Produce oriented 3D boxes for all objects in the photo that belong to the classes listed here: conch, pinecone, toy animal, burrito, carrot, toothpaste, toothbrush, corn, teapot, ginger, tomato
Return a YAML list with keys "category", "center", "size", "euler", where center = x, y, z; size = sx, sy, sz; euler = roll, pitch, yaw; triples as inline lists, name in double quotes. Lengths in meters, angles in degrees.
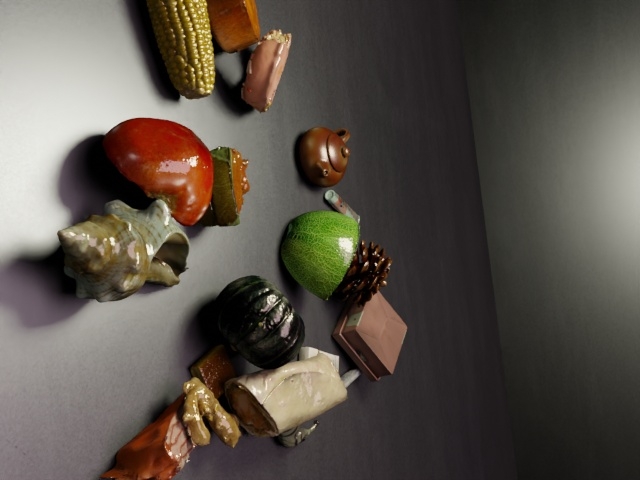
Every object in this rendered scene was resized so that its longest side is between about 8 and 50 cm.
- category: "conch"
  center: [-0.343, 0.009, 1.103]
  size: [0.169, 0.203, 0.386]
  euler: [54, 7, 3]
- category: "pinecone"
  center: [0.105, 0.083, 1.783]
  size: [0.208, 0.208, 0.207]
  euler: [21, 65, -55]
- category: "toy animal"
  center: [-0.091, 0.438, 1.479]
  size: [0.176, 0.074, 0.216]
  euler: [-56, 134, -40]
- category: "burrito"
  center: [-0.077, 0.349, 1.390]
  size: [0.299, 0.105, 0.143]
  euler: [-7, 80, -46]
- category: "carrot"
  center: [-0.204, -0.595, 1.475]
  size: [0.307, 0.100, 0.258]
  euler: [-87, 168, -47]
- category: "toothpaste"
  center: [0.076, -0.095, 1.916]
  size: [0.205, 0.036, 0.056]
  euler: [40, 48, -52]
- category: "toothbrush"
  center: [0.117, 0.387, 1.855]
  size: [0.413, 0.042, 0.035]
  euler: [-25, 104, -55]
- category: "corn"
  center: [-0.303, -0.479, 1.323]
  size: [0.130, 0.130, 0.346]
  euler: [-25, 106, -57]
- category: "teapot"
  center: [0.032, -0.257, 1.792]
  size: [0.178, 0.135, 0.252]
  euler: [65, 36, -31]
- category: "ginger"
  center: [-0.217, 0.347, 1.232]
  size: [0.193, 0.053, 0.176]
  euler: [-73, 142, -82]
- category: "tomato"
  center: [-0.287, -0.151, 1.178]
  size: [0.233, 0.140, 0.200]
  euler: [46, 6, -47]

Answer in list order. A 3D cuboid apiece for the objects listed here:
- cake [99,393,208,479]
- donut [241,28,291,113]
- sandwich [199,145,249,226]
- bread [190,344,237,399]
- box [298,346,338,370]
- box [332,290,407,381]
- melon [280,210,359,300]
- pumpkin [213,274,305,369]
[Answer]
- category: "cake"
  center: [-0.278, 0.377, 1.164]
  size: [0.098, 0.135, 0.287]
  euler: [60, 25, -5]
- category: "donut"
  center: [-0.138, -0.422, 1.534]
  size: [0.233, 0.085, 0.199]
  euler: [-91, -160, -66]
- category: "sandwich"
  center: [-0.224, -0.115, 1.386]
  size: [0.160, 0.109, 0.184]
  euler: [9, 72, -78]
- category: "bread"
  center: [-0.229, 0.286, 1.325]
  size: [0.094, 0.035, 0.090]
  euler: [-40, 116, -54]
- category: "box"
  center: [-0.004, 0.343, 1.667]
  size: [0.154, 0.040, 0.083]
  euler: [31, 58, -53]
- category: "box"
  center: [0.157, 0.276, 1.861]
  size: [0.215, 0.086, 0.215]
  euler: [52, 40, -21]
- category: "melon"
  center: [0.000, 0.000, 1.627]
  size: [0.169, 0.129, 0.265]
  euler: [25, 54, -15]
- category: "pumpkin"
  center: [-0.134, 0.180, 1.344]
  size: [0.162, 0.220, 0.220]
  euler: [-45, 129, -7]
